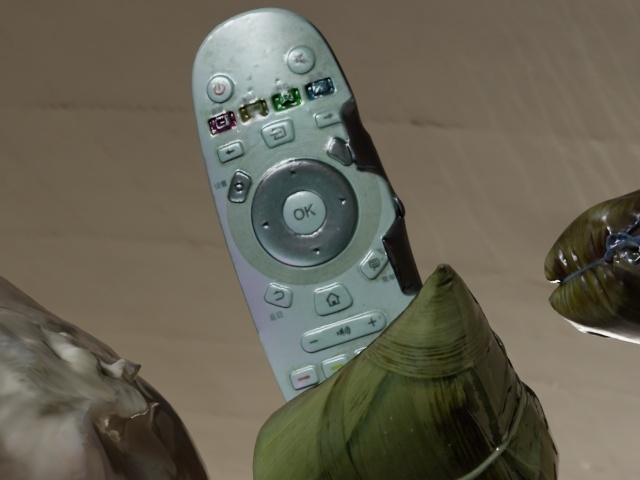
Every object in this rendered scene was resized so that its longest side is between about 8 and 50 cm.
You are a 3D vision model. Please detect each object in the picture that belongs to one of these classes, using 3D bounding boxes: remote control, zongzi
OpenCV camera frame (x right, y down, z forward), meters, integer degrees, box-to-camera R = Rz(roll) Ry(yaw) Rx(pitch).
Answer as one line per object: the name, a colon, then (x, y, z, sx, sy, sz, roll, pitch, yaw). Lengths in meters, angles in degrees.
remote control: (0.000, -0.001, 0.803, 0.097, 0.256, 0.045, -16, -2, 6)
zongzi: (0.321, -0.042, 1.269, 0.286, 0.300, 0.138, 16, -28, -25)
zongzi: (0.010, 0.048, 0.461, 0.104, 0.052, 0.113, -9, -42, 23)

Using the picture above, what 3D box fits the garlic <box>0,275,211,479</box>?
garlic: (-0.169, 0.128, 0.586, 0.317, 0.317, 0.259, 31, -63, -27)
